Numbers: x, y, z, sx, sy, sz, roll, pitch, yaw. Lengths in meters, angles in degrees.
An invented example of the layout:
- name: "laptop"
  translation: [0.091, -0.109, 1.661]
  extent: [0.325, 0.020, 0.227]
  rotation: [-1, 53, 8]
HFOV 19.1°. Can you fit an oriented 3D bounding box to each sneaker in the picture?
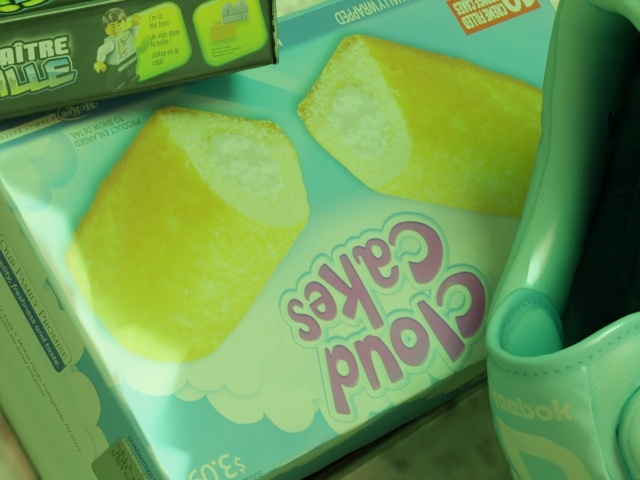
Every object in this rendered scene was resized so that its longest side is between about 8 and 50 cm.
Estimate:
- name: "sneaker"
  translation: [0.106, 0.076, 0.651]
  extent: [0.150, 0.135, 0.366]
  rotation: [3, 90, -37]

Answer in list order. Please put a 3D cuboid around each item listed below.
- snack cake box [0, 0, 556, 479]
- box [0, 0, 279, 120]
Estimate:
- name: "snack cake box"
  translation: [0.000, 0.000, 0.719]
  extent: [0.264, 0.089, 0.152]
  rotation: [-24, 78, -35]
- name: "box"
  translation: [-0.131, -0.076, 0.655]
  extent: [0.207, 0.036, 0.114]
  rotation: [-13, 29, -20]
